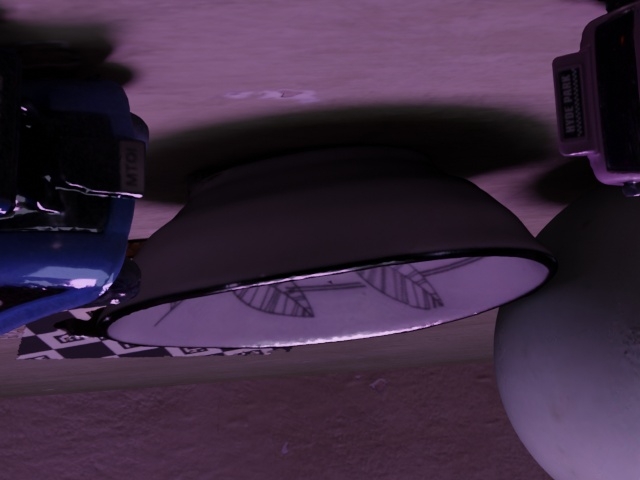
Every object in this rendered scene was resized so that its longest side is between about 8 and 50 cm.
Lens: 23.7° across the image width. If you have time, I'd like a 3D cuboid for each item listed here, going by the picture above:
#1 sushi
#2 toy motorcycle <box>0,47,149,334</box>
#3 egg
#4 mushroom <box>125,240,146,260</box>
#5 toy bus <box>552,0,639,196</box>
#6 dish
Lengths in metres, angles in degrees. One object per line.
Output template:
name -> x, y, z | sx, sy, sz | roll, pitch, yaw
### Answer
sushi -> -0.136, 0.049, 1.457 | 0.290, 0.050, 0.264 | 0, 157, -17
toy motorcycle -> -0.235, -0.014, 0.792 | 0.213, 0.125, 0.359 | 13, 159, -40
egg -> 0.278, 0.078, 1.136 | 0.276, 0.276, 0.389 | -2, 174, -18
mushroom -> -0.145, 0.011, 1.300 | 0.101, 0.019, 0.049 | -1, 170, -11
toy bus -> 0.207, -0.070, 0.749 | 0.108, 0.096, 0.199 | -7, 175, 41
dish -> 0.000, 0.000, 1.048 | 0.317, 0.106, 0.316 | -6, 169, -1
